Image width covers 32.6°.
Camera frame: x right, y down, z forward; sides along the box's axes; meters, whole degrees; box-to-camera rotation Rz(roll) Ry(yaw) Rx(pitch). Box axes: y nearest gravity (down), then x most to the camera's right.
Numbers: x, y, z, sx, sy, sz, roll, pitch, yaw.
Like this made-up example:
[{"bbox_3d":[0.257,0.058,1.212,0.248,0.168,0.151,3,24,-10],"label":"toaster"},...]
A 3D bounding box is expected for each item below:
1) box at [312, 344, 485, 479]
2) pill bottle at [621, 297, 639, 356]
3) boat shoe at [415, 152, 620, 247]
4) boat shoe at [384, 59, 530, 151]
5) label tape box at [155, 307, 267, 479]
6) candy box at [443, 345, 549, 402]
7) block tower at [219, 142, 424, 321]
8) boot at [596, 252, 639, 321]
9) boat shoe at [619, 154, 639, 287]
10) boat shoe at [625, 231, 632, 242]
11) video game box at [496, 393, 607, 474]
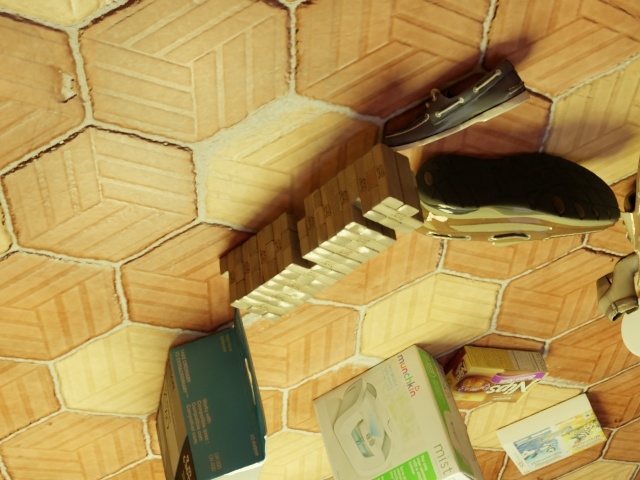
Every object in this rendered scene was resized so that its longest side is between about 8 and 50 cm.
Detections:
[{"bbox_3d":[0.139,0.363,1.949,0.231,0.262,0.126,-31,141,18],"label":"box"},{"bbox_3d":[0.688,0.180,2.031,0.272,0.152,0.152,15,132,-36],"label":"pill bottle"},{"bbox_3d":[0.276,-0.052,1.611,0.323,0.123,0.120,5,143,-16],"label":"boat shoe"},{"bbox_3d":[0.173,-0.177,1.461,0.206,0.065,0.075,-21,-172,17],"label":"boat shoe"},{"bbox_3d":[-0.179,0.302,1.750,0.115,0.249,0.348,-5,141,-17],"label":"label tape box"},{"bbox_3d":[0.322,0.254,2.058,0.186,0.053,0.109,9,135,-29],"label":"candy box"},{"bbox_3d":[0.000,0.000,1.533,0.091,0.097,0.335,22,137,-38],"label":"block tower"},{"bbox_3d":[0.531,0.083,1.897,0.042,0.087,0.118,21,128,-38],"label":"boot"},{"bbox_3d":[0.535,-0.043,1.723,0.123,0.116,0.324,-45,149,-34],"label":"boat shoe"},{"bbox_3d":[0.578,-0.022,1.820,0.137,0.043,0.049,-21,145,7],"label":"boat shoe"},{"bbox_3d":[0.497,0.418,2.344,0.205,0.048,0.187,-25,145,10],"label":"video game box"}]
